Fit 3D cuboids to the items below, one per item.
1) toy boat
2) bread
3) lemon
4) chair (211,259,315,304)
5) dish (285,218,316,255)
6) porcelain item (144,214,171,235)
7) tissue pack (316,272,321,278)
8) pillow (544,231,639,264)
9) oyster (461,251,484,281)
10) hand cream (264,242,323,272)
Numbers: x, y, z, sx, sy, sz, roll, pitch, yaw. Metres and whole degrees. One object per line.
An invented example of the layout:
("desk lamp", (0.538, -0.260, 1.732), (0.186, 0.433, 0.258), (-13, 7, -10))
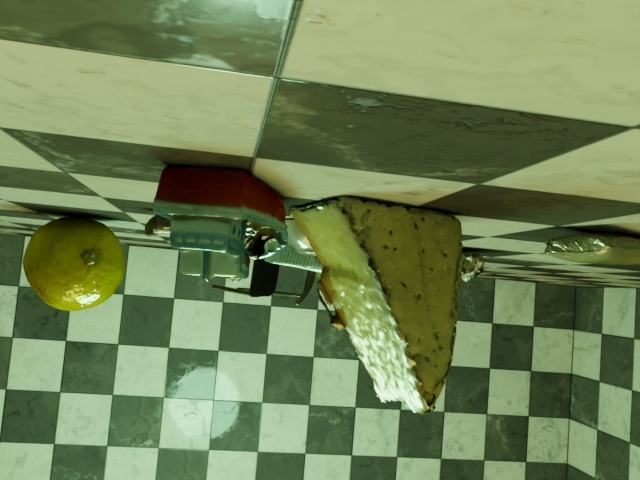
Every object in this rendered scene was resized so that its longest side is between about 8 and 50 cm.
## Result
("toy boat", (-0.123, -0.007, 0.831), (0.145, 0.133, 0.332), (3, 176, 7))
("bread", (0.069, 0.095, 0.937), (0.278, 0.316, 0.248), (18, 169, -24))
("lemon", (-0.629, 0.058, 1.510), (0.267, 0.268, 0.267), (5, 176, 0))
("chair", (-0.169, 0.086, 1.792), (0.272, 0.188, 0.166), (7, 178, 23))
("dish", (0.000, 0.000, 1.214), (0.190, 0.066, 0.191), (4, 175, 0))
("porcelain item", (-0.262, -0.025, 1.249), (0.213, 0.054, 0.084), (5, 173, -15))
("tissue pack", (0.079, 0.053, 1.424), (0.127, 0.123, 0.178), (3, 176, 23))
("pillow", (0.470, 0.014, 0.967), (0.208, 0.053, 0.119), (4, 179, -34))
("oyster", (0.312, 0.060, 1.564), (0.198, 0.092, 0.259), (9, -177, -42))
("hand cream", (0.031, 0.050, 1.312), (0.330, 0.085, 0.058), (14, -160, 11))
